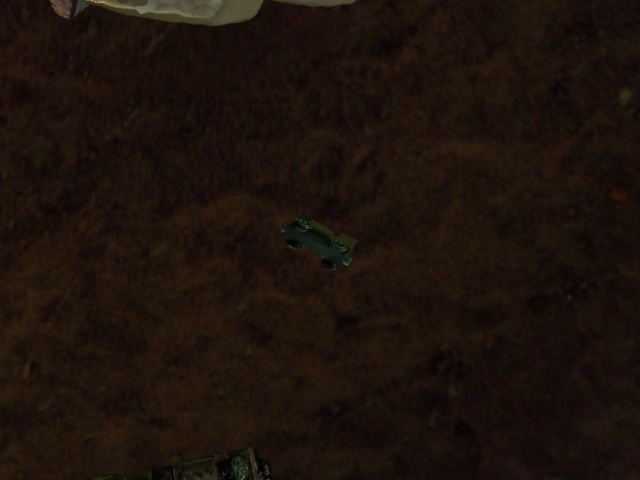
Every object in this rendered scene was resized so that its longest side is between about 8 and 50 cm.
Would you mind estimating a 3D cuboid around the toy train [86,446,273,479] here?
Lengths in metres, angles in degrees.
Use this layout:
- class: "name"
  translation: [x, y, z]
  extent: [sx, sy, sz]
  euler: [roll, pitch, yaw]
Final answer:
- class: "toy train"
  translation: [-0.162, 0.244, 1.116]
  extent: [0.249, 0.053, 0.085]
  euler: [-16, 163, 24]

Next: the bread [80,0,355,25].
- class: "bread"
  translation: [-0.125, -0.149, 0.395]
  extent: [0.316, 0.316, 0.054]
  euler: [13, 113, -17]

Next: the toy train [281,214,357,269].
- class: "toy train"
  translation: [0.000, 0.000, 1.774]
  extent: [0.122, 0.081, 0.050]
  euler: [29, 112, 8]

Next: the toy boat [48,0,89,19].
- class: "toy boat"
  translation: [-0.184, -0.241, 0.795]
  extent: [0.080, 0.046, 0.229]
  euler: [16, 143, 8]
